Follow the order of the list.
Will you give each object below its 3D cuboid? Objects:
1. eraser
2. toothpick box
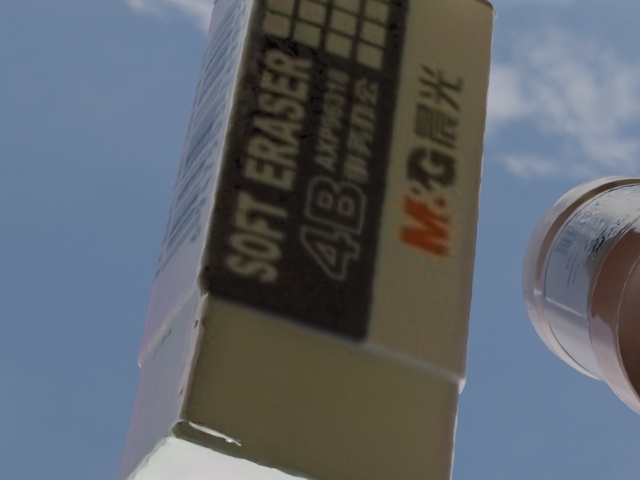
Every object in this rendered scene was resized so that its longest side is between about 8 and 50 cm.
[{"bbox_3d":[0.000,0.000,0.853,0.130,0.086,0.287,21,-130,-14],"label":"eraser"},{"bbox_3d":[0.151,0.025,0.840,0.098,0.098,0.149,15,-176,-10],"label":"toothpick box"}]
